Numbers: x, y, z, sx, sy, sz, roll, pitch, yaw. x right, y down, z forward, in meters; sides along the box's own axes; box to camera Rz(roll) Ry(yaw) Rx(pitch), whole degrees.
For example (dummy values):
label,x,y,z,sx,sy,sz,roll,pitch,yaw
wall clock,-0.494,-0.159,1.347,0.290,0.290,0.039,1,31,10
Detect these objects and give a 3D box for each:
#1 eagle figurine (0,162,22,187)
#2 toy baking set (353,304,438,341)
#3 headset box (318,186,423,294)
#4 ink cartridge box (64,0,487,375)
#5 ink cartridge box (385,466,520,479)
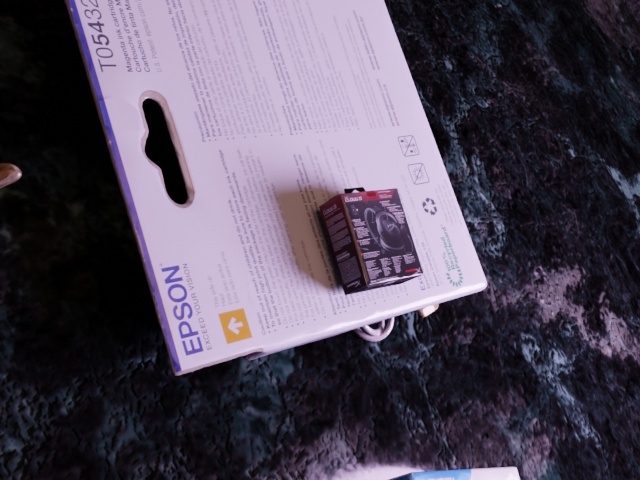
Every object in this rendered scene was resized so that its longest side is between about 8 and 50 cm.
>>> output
label,x,y,z,sx,sy,sz,roll,pitch,yaw
eagle figurine,-0.323,-0.112,0.367,0.226,0.225,0.298,-28,98,-40
toy baking set,-0.001,-0.007,0.736,0.256,0.030,0.196,10,65,-34
headset box,0.039,-0.004,0.636,0.062,0.032,0.083,-9,77,-38
ink cartridge box,-0.036,-0.075,0.674,0.330,0.071,0.324,-11,78,-37
ink cartridge box,0.109,0.280,0.620,0.140,0.082,0.190,12,59,-40
